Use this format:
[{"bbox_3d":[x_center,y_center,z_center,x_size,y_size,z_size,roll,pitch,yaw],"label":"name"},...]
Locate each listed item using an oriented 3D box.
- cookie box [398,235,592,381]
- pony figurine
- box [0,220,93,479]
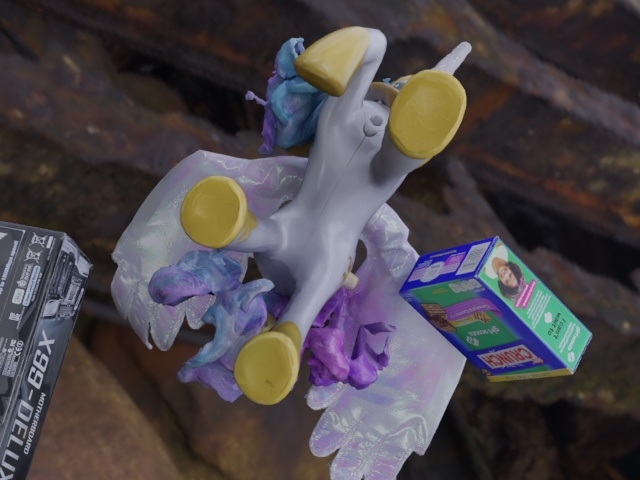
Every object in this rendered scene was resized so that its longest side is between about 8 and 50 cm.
[{"bbox_3d":[0.124,0.052,0.909,0.107,0.092,0.040,43,61,-18],"label":"cookie box"},{"bbox_3d":[0.000,0.000,0.923,0.303,0.351,0.363,33,11,6],"label":"pony figurine"},{"bbox_3d":[-0.328,0.124,0.917,0.076,0.243,0.307,72,29,-68],"label":"box"}]
